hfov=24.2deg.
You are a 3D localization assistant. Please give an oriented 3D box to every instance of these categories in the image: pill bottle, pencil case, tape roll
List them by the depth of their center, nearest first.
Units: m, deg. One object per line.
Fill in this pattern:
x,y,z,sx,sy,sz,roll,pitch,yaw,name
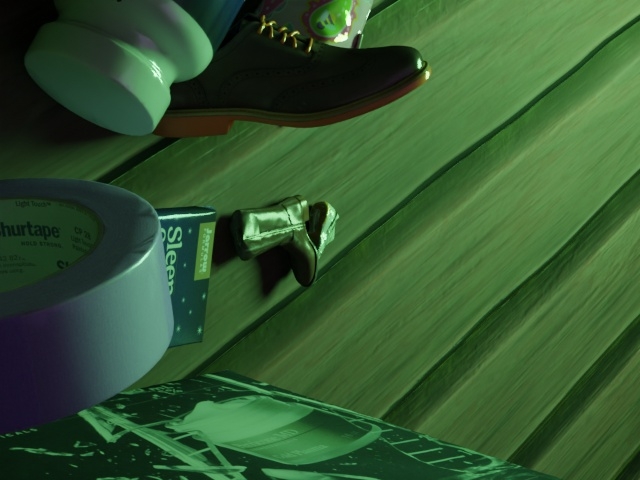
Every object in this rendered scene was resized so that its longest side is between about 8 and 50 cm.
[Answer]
-0.251,0.043,1.119,0.274,0.274,0.090,-30,123,-45,tape roll
-0.139,-0.233,1.290,0.153,0.153,0.265,48,63,-49,pill bottle
0.014,-0.273,1.509,0.124,0.124,0.284,40,66,-51,pencil case

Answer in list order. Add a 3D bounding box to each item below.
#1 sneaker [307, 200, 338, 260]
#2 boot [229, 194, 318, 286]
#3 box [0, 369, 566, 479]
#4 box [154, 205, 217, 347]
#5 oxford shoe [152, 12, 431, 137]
0.000,0.000,1.655,0.037,0.032,0.083,34,74,-52,sneaker
-0.052,0.010,1.583,0.114,0.037,0.106,-21,104,-53,boot
-0.073,0.332,1.285,0.480,0.471,0.298,-6,105,-53,box
-0.161,0.038,1.430,0.225,0.036,0.137,-8,107,-59,box
-0.035,-0.160,1.379,0.097,0.271,0.098,-90,172,-68,oxford shoe
